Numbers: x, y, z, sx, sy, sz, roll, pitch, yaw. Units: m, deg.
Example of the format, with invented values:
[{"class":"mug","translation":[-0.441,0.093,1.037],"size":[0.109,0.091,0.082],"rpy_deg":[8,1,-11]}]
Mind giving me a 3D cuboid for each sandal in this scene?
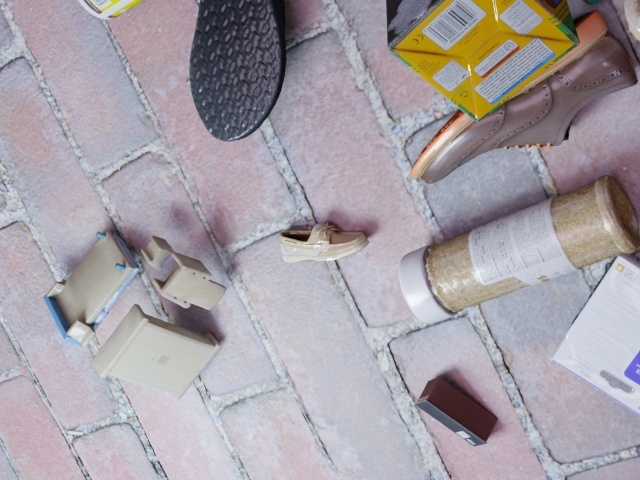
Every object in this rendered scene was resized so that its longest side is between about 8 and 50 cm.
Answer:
[{"class":"sandal","translation":[-0.116,-0.383,1.537],"size":[0.168,0.107,0.445],"rpy_deg":[5,96,26]}]

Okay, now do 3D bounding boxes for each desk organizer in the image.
[{"class":"desk organizer","translation":[0.231,0.290,1.608],"size":[0.130,0.050,0.047],"rpy_deg":[36,154,-6]}]

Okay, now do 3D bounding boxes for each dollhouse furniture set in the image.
[{"class":"dollhouse furniture set","translation":[-0.336,0.102,1.822],"size":[0.286,0.198,0.303],"rpy_deg":[-52,48,9]}]

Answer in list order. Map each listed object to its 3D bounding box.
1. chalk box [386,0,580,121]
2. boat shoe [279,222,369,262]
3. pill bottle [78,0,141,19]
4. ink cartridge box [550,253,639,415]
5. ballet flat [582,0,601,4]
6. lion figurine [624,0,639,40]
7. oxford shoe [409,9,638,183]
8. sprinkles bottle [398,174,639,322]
[{"class":"chalk box","translation":[0.210,-0.342,1.303],"size":[0.179,0.288,0.180],"rpy_deg":[34,127,-25]},{"class":"boat shoe","translation":[0.000,0.000,1.618],"size":[0.170,0.063,0.059],"rpy_deg":[-8,109,29]},{"class":"pill bottle","translation":[-0.308,-0.464,1.582],"size":[0.215,0.117,0.117],"rpy_deg":[-22,96,30]},{"class":"ink cartridge box","translation":[0.489,0.151,1.435],"size":[0.206,0.045,0.208],"rpy_deg":[33,116,13]},{"class":"ballet flat","translation":[0.378,-0.430,1.284],"size":[0.068,0.072,0.213],"rpy_deg":[-128,33,-47]},{"class":"lion figurine","translation":[0.587,-0.252,1.216],"size":[0.392,0.142,0.240],"rpy_deg":[5,102,10]},{"class":"oxford shoe","translation":[0.286,-0.171,1.384],"size":[0.364,0.130,0.132],"rpy_deg":[-36,97,32]},{"class":"sprinkles bottle","translation":[0.294,0.018,1.443],"size":[0.355,0.121,0.121],"rpy_deg":[-24,95,31]}]
